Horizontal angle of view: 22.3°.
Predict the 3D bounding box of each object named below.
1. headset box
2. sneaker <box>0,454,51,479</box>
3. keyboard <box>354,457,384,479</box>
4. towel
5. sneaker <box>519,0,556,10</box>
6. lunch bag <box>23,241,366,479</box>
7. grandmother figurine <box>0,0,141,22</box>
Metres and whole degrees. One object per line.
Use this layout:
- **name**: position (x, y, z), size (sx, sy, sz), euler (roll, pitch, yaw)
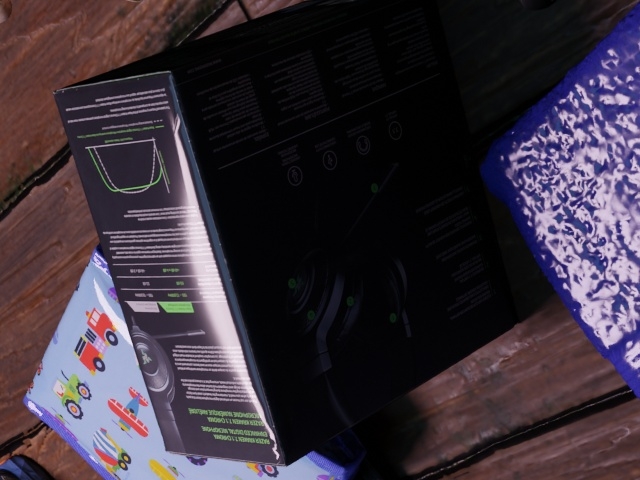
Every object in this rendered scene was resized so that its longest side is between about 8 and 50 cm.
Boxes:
- **headset box**: position (-0.012, -0.008, 1.109), size (0.131, 0.246, 0.283), euler (-3, 109, 47)
- **sneaker**: position (-0.292, 0.304, 1.697), size (0.221, 0.087, 0.083), euler (18, 123, 41)
- **keyboard**: position (0.064, 0.308, 1.361), size (0.317, 0.033, 0.201), euler (51, 137, 16)
- **towel**: position (0.254, 0.011, 0.973), size (0.308, 0.076, 0.227), euler (55, 132, 11)
- **sneaker**: position (0.038, -0.231, 1.043), size (0.302, 0.108, 0.121), euler (26, 123, 35)
- **lunch bag**: position (-0.091, 0.158, 1.358), size (0.293, 0.138, 0.221), euler (50, 136, 18)
- **grandmother figurine**: position (-0.259, -0.286, 1.353), size (0.342, 0.104, 0.208), euler (26, 100, 40)
